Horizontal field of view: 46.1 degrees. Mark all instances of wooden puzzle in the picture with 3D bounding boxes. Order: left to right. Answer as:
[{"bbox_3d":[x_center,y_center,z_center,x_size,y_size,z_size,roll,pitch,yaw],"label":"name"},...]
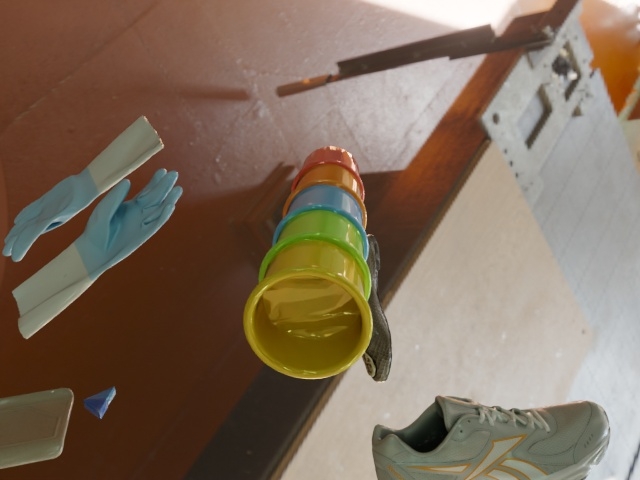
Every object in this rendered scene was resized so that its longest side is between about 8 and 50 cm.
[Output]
[{"bbox_3d":[-0.187,0.116,0.455,0.116,0.078,0.014,-7,109,-4],"label":"wooden puzzle"}]

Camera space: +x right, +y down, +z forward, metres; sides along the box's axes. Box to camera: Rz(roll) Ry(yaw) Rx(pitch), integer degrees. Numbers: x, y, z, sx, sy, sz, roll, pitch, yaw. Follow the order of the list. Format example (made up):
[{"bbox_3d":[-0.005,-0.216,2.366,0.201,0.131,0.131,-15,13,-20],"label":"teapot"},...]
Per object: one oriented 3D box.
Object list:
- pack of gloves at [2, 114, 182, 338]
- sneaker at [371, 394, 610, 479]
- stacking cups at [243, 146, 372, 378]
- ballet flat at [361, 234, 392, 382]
[{"bbox_3d":[-0.267,-0.035,0.830,0.232,0.195,0.046,-39,136,0],"label":"pack of gloves"},{"bbox_3d":[0.178,0.209,0.794,0.263,0.099,0.121,-19,103,-6],"label":"sneaker"},{"bbox_3d":[0.000,0.000,0.682,0.316,0.096,0.096,-81,152,-67],"label":"stacking cups"},{"bbox_3d":[0.073,0.112,1.247,0.058,0.084,0.249,-6,88,-23],"label":"ballet flat"}]
